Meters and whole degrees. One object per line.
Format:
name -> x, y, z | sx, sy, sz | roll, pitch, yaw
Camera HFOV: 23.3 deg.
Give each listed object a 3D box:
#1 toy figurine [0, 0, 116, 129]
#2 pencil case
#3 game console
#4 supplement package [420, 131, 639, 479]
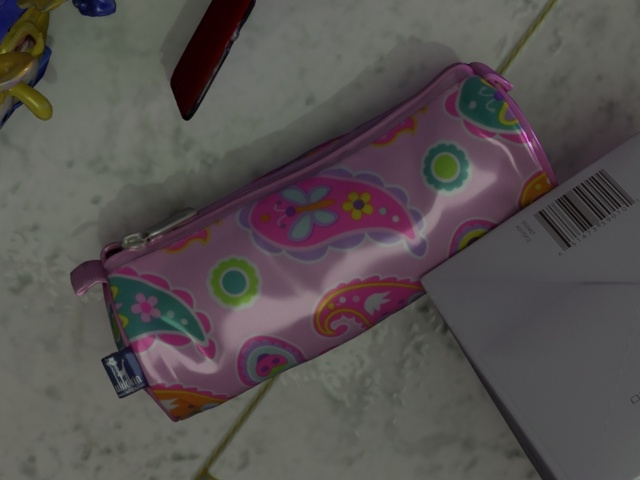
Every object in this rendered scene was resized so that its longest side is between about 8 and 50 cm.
toy figurine -> -0.206, -0.146, 0.862 | 0.191, 0.217, 0.362 | 27, 54, 0
pencil case -> 0.000, 0.000, 0.927 | 0.284, 0.124, 0.124 | -27, 106, 1
game console -> -0.023, -0.122, 0.882 | 0.124, 0.144, 0.085 | -3, 105, -8
supplement package -> 0.224, 0.101, 0.897 | 0.199, 0.198, 0.262 | -34, 133, 0
